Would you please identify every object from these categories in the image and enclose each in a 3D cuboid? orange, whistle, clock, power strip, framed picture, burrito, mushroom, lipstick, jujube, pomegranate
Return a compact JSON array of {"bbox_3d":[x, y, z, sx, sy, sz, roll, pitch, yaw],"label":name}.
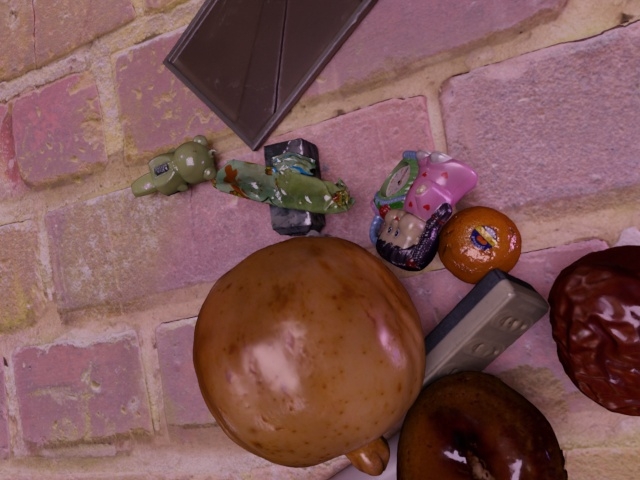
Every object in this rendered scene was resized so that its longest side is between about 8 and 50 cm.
[{"bbox_3d":[0.268,0.009,0.777,0.136,0.117,0.135,-1,80,5],"label":"orange"},{"bbox_3d":[-0.324,-0.150,1.008,0.228,0.085,0.105,-22,82,17],"label":"whistle"},{"bbox_3d":[0.158,-0.051,0.785,0.100,0.194,0.195,28,92,-23],"label":"clock"},{"bbox_3d":[0.250,0.167,0.761,0.256,0.105,0.070,-53,32,26],"label":"power strip"},{"bbox_3d":[-0.108,-0.458,0.962,0.326,0.028,0.446,46,104,14],"label":"framed picture"},{"bbox_3d":[-0.071,-0.114,0.842,0.288,0.054,0.104,15,93,21],"label":"burrito"},{"bbox_3d":[0.244,0.361,0.689,0.268,0.267,0.254,-18,124,19],"label":"mushroom"},{"bbox_3d":[0.087,0.455,0.853,0.327,0.087,0.087,-41,77,15],"label":"lipstick"},{"bbox_3d":[0.438,0.125,0.654,0.213,0.213,0.232,-15,108,19],"label":"jujube"},{"bbox_3d":[-0.008,0.197,0.746,0.411,0.410,0.409,0,90,20],"label":"pomegranate"}]

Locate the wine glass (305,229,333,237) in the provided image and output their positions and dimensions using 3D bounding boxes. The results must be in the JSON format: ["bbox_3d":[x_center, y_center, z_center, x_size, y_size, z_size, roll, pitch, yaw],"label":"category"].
[{"bbox_3d":[0.000,0.000,0.890,0.039,0.083,0.042,1,92,25],"label":"wine glass"}]

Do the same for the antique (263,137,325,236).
[{"bbox_3d":[-0.049,-0.100,0.907,0.086,0.088,0.182,-7,87,21],"label":"antique"}]
